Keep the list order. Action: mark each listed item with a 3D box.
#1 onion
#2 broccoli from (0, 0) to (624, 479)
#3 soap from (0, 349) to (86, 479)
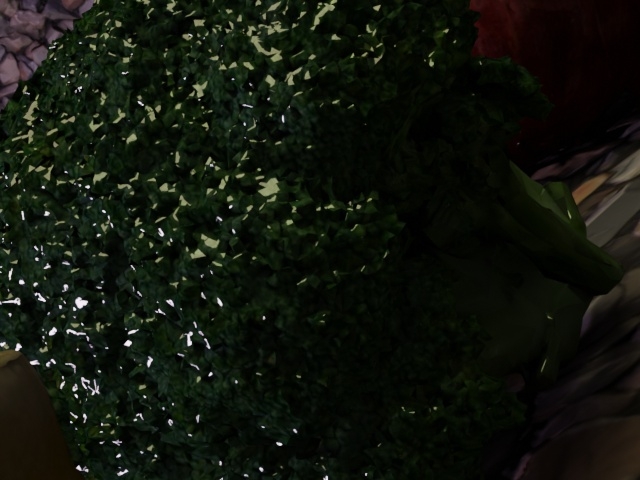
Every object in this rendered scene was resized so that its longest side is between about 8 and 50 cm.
[{"bbox_3d":[0.114,-0.172,1.098,0.276,0.276,0.276,-32,9,6],"label":"onion"},{"bbox_3d":[-0.007,0.011,0.640,0.308,0.275,0.308,-41,42,52],"label":"broccoli"},{"bbox_3d":[-0.094,0.154,0.264,0.091,0.199,0.315,-24,9,14],"label":"soap"}]
